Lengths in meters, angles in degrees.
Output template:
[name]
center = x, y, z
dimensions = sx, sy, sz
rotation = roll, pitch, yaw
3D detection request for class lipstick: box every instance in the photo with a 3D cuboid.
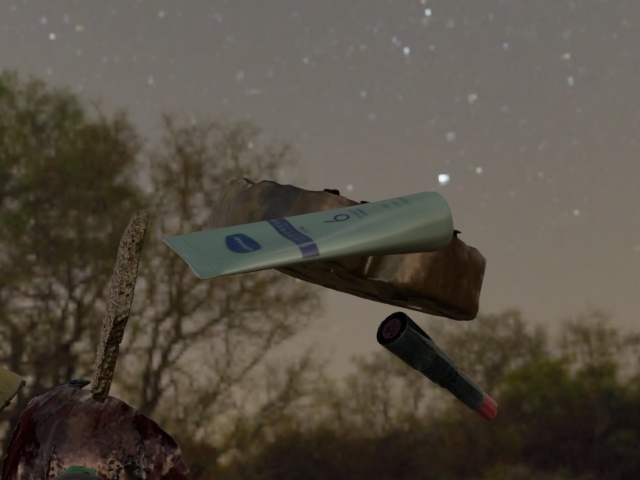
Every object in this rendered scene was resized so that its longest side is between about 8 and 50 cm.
[lipstick]
center = 0.169, 0.184, 1.709
dimensions = 0.053, 0.053, 0.234
rotation = -16, -48, 42

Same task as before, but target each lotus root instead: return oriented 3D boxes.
[lotus root]
center = 0.034, 0.018, 1.741
dimensions = 0.391, 0.111, 0.375
rotation = 17, -7, -1

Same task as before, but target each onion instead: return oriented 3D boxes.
[onion]
center = -0.310, 0.361, 1.667
dimensions = 0.280, 0.314, 0.146
rotation = 9, 8, 16

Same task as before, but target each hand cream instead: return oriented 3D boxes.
[hand cream]
center = 0.000, 0.000, 1.333
dimensions = 0.321, 0.067, 0.109
rotation = -10, 26, -25

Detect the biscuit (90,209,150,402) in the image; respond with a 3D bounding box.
[biscuit]
center = -0.263, 0.086, 1.609
dimensions = 0.026, 0.236, 0.131
rotation = 13, -22, -12

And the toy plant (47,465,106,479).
[toy plant]
center = -0.231, 0.282, 1.187
dimensions = 0.105, 0.142, 0.200
rotation = -12, -20, -8

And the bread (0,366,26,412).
[bread]
center = -0.510, 0.289, 1.672
dimensions = 0.240, 0.178, 0.135
rotation = -35, -41, 18
